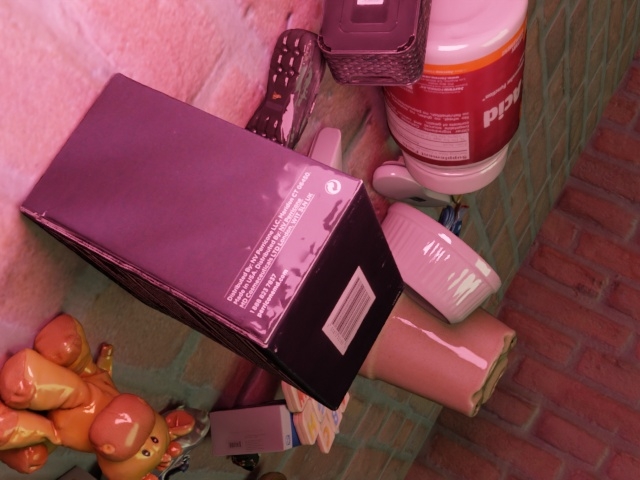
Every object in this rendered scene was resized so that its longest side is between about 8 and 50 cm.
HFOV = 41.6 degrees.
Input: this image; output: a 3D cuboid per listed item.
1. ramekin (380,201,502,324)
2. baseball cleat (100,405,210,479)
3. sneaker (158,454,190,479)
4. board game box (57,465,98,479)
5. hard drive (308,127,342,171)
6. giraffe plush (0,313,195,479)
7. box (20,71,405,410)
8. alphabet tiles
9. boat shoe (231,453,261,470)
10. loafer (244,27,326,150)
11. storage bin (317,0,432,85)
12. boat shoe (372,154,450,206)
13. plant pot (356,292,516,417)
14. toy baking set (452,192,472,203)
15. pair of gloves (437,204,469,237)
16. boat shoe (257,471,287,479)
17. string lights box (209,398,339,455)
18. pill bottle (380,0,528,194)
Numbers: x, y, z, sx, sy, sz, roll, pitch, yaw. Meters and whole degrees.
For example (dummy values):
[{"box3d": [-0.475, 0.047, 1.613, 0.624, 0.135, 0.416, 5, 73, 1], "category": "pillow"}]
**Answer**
[{"box3d": [0.213, 0.053, 1.675, 0.127, 0.273, 0.273, -51, 157, -4], "category": "ramekin"}, {"box3d": [-0.249, 0.317, 1.226, 0.206, 0.072, 0.109, -25, 151, -50], "category": "baseball cleat"}, {"box3d": [-0.219, 0.326, 1.292, 0.135, 0.058, 0.052, -57, 158, -16], "category": "sneaker"}, {"box3d": [-0.369, 0.475, 1.080, 0.224, 0.097, 0.303, -33, 145, -53], "category": "board game box"}, {"box3d": [0.000, 0.000, 1.344, 0.307, 0.040, 0.203, 85, 18, -53], "category": "hard drive"}, {"box3d": [-0.247, 0.207, 0.940, 0.181, 0.170, 0.210, -60, 158, -7], "category": "giraffe plush"}, {"box3d": [-0.093, 0.010, 0.890, 0.182, 0.294, 0.296, -60, 158, -13], "category": "box"}, {"box3d": [-0.002, 0.221, 1.493, 0.284, 0.021, 0.278, -61, 139, -58], "category": "alphabet tiles"}, {"box3d": [-0.141, 0.399, 1.561, 0.133, 0.049, 0.042, 75, 38, -65], "category": "boat shoe"}, {"box3d": [-0.044, -0.161, 1.094, 0.078, 0.076, 0.223, 5, 108, -58], "category": "loafer"}, {"box3d": [0.074, -0.296, 1.076, 0.084, 0.122, 0.180, 57, 40, -66], "category": "storage bin"}, {"box3d": [0.180, -0.127, 1.624, 0.267, 0.096, 0.088, 12, 74, -55], "category": "boat shoe"}, {"box3d": [0.268, 0.236, 1.939, 0.334, 0.305, 0.334, -48, 154, -33], "category": "plant pot"}, {"box3d": [0.376, -0.205, 2.042, 0.197, 0.030, 0.256, 0, 115, -66], "category": "toy baking set"}, {"box3d": [0.319, -0.019, 2.143, 0.198, 0.023, 0.159, -15, 130, -61], "category": "pair of gloves"}, {"box3d": [-0.160, 0.594, 1.717, 0.104, 0.089, 0.285, 32, 82, -53], "category": "boat shoe"}, {"box3d": [-0.074, 0.324, 1.491, 0.260, 0.133, 0.076, 15, 68, -68], "category": "string lights box"}, {"box3d": [0.210, -0.254, 1.346, 0.224, 0.224, 0.392, -55, 156, -19], "category": "pill bottle"}]
